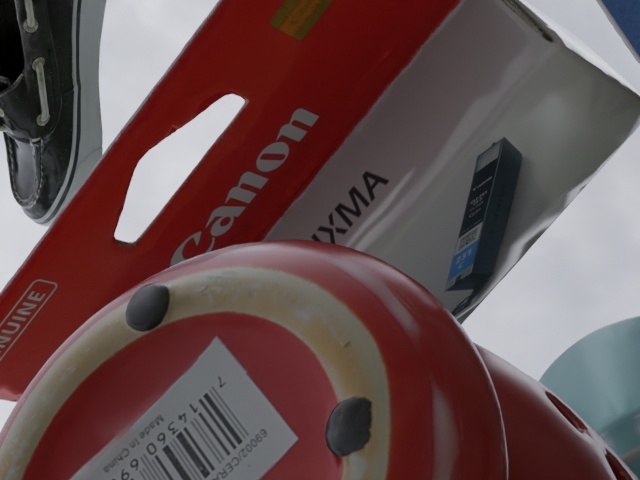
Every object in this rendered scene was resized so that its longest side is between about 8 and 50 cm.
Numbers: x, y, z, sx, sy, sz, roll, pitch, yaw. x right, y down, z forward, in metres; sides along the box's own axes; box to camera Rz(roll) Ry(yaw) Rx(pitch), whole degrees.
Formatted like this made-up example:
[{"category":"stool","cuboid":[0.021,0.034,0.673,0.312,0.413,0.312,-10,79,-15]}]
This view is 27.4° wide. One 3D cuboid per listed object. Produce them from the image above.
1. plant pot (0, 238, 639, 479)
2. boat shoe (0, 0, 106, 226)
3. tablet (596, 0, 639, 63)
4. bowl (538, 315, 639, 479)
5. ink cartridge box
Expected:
[{"category":"plant pot","cuboid":[0.003,0.109,0.397,0.174,0.191,0.191,46,-143,-47]},{"category":"boat shoe","cuboid":[-0.172,-0.099,0.761,0.070,0.219,0.078,-20,-136,-36]},{"category":"tablet","cuboid":[0.118,-0.106,0.468,0.083,0.054,0.006,48,-163,-26]},{"category":"bowl","cuboid":[0.343,0.239,1.269,0.311,0.311,0.163,50,-163,-4]},{"category":"ink cartridge box","cuboid":[0.000,0.000,0.640,0.066,0.296,0.261,49,-162,30]}]
